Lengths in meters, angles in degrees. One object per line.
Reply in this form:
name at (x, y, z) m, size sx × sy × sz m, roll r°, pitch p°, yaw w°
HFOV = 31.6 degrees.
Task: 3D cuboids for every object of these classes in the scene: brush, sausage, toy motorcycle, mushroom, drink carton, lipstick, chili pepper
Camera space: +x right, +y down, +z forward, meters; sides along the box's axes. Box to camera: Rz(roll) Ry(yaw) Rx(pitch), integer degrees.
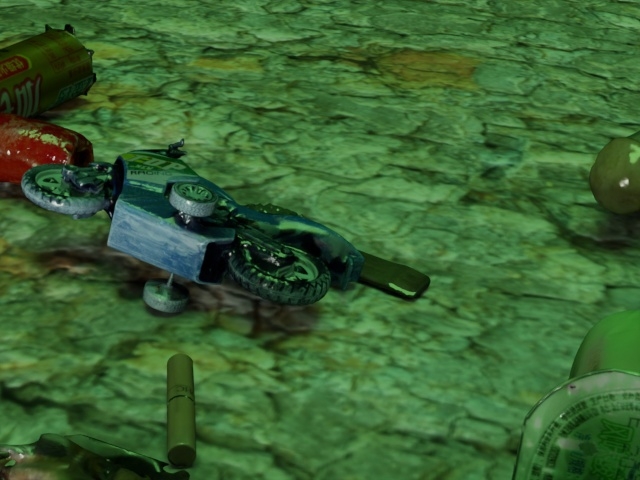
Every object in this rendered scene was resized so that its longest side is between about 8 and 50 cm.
brush at (0.000, 0.000, 0.903) m, size 0.190 × 0.028 × 0.034 m, roll 22°, pitch 36°, yaw 26°
sausage at (-0.345, -0.108, 0.998) m, size 0.082 × 0.082 × 0.371 m, roll 19°, pitch 34°, yaw 24°
toy motorcycle at (-0.094, -0.015, 0.859) m, size 0.254 × 0.092 × 0.135 m, roll 22°, pitch 24°, yaw 13°
mushroom at (0.337, -0.073, 0.995) m, size 0.270 × 0.118 × 0.103 m, roll -20°, pitch 80°, yaw -23°
drink carton at (0.184, 0.114, 0.627) m, size 0.144 × 0.146 × 0.142 m, roll 12°, pitch 22°, yaw 12°
lipstick at (-0.088, 0.105, 0.715) m, size 0.018 × 0.019 × 0.094 m, roll -1°, pitch 30°, yaw -8°
chili pepper at (-0.258, -0.074, 0.961) m, size 0.123 × 0.070 × 0.073 m, roll 11°, pitch 47°, yaw 7°

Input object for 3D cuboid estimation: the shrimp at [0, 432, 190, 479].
shrimp at (-0.140, 0.150, 0.537) m, size 0.342 × 0.117 × 0.145 m, roll 7°, pitch -6°, yaw 25°
